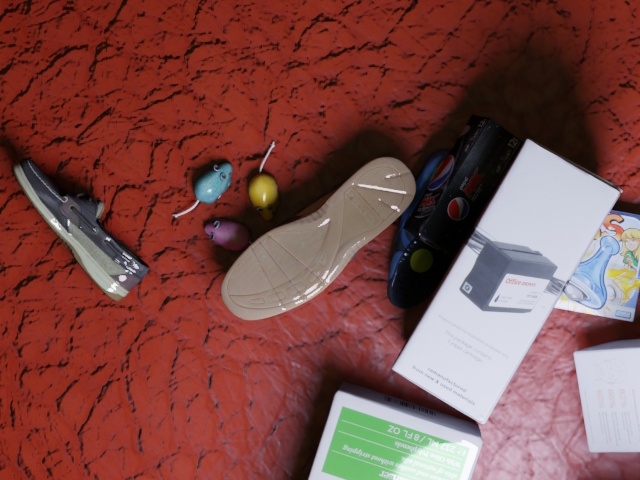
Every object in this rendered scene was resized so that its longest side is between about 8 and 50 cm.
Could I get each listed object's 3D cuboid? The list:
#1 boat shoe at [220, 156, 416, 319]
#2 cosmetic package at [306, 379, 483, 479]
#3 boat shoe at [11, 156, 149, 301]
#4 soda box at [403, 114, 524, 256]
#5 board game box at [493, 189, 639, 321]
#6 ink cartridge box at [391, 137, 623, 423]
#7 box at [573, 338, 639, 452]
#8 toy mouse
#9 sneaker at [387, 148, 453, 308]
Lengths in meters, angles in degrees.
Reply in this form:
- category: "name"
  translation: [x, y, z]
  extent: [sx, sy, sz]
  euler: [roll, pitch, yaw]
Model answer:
- category: "boat shoe"
  translation: [0.000, 0.000, 1.887]
  extent: [0.285, 0.092, 0.103]
  euler: [-40, 87, 2]
- category: "cosmetic package"
  translation: [0.057, 0.380, 1.857]
  extent: [0.197, 0.155, 0.365]
  euler: [17, 91, 4]
- category: "boat shoe"
  translation: [-0.308, -0.025, 1.927]
  extent: [0.073, 0.080, 0.223]
  euler: [-38, 92, -1]
- category: "soda box"
  translation: [0.174, -0.068, 1.823]
  extent: [0.060, 0.053, 0.169]
  euler: [33, 87, -22]
- category: "board game box"
  translation: [0.308, 0.019, 1.888]
  extent: [0.201, 0.035, 0.136]
  euler: [9, 91, 6]
- category: "ink cartridge box"
  translation: [0.219, 0.045, 1.767]
  extent: [0.129, 0.223, 0.307]
  euler: [31, 93, 6]
- category: "box"
  translation: [0.409, 0.186, 1.809]
  extent: [0.170, 0.091, 0.130]
  euler: [-8, 90, 48]
- category: "toy mouse"
  translation: [-0.125, -0.043, 1.929]
  extent: [0.143, 0.031, 0.161]
  euler: [-5, 90, 5]
- category: "sneaker"
  translation: [0.131, -0.016, 1.891]
  extent: [0.069, 0.082, 0.209]
  euler: [19, 93, -25]
